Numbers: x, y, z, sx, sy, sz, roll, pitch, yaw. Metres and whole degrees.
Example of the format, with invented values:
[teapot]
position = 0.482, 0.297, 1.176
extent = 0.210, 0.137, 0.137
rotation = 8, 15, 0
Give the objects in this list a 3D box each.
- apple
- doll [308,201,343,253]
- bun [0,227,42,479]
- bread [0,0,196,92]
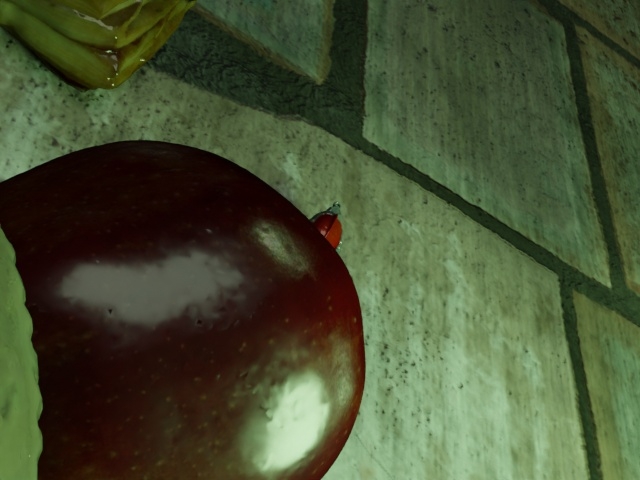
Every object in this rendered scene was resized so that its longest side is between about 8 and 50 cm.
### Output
[apple]
position = -0.128, 0.074, 0.822
extent = 0.316, 0.288, 0.288
rotation = -14, 67, -43
[doll]
position = 0.000, 0.001, 1.221
extent = 0.057, 0.039, 0.114
rotation = 20, 44, 9
[bun]
position = -0.277, 0.102, 0.575
extent = 0.234, 0.326, 0.362
rotation = 4, 77, -45
[bread]
position = -0.254, -0.323, 1.155
extent = 0.324, 0.167, 0.277
rotation = 41, 36, -11
